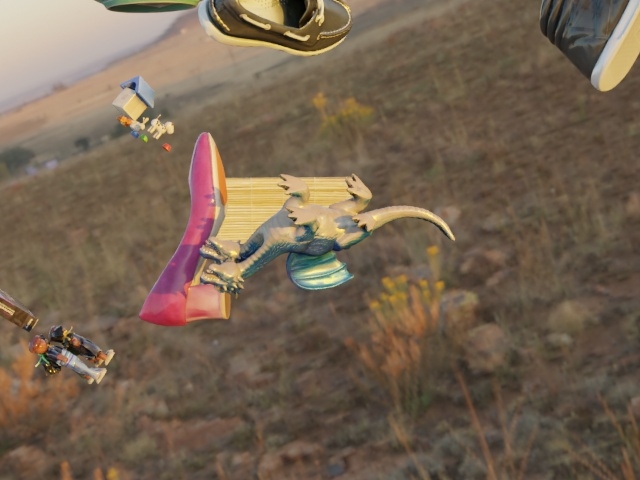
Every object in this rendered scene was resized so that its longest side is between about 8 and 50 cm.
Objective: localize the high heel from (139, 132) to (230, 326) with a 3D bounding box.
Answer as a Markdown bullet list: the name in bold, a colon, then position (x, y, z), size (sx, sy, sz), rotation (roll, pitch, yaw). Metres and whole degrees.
- **high heel**: position (-0.178, -0.014, 1.329), size (0.117, 0.244, 0.082), rotation (-3, 3, 6)

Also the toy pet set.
- **toy pet set**: position (-0.299, -0.221, 1.774), size (0.122, 0.114, 0.065), rotation (24, 71, 45)

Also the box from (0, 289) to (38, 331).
- **box**: position (-0.524, 0.079, 1.622), size (0.029, 0.162, 0.116), rotation (-55, 33, -8)

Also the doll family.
- **doll family**: position (-0.369, 0.163, 1.522), size (0.076, 0.111, 0.193), rotation (-61, 13, -22)

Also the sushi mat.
- **sushi mat**: position (-0.080, -0.061, 2.164), size (0.317, 0.151, 0.019), rotation (-1, 29, 1)

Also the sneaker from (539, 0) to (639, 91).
- **sneaker**: position (0.385, -0.356, 1.354), size (0.147, 0.295, 0.105), rotation (41, 32, 28)

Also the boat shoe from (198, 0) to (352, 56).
- **boat shoe**: position (-0.048, -0.361, 1.664), size (0.303, 0.114, 0.091), rotation (-15, -8, -43)

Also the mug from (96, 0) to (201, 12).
- **mug**: position (-0.138, -0.235, 0.828), size (0.130, 0.097, 0.158), rotation (-2, 7, -1)

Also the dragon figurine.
- **dragon figurine**: position (0.000, 0.000, 1.219), size (0.289, 0.085, 0.144), rotation (-2, -37, -25)
